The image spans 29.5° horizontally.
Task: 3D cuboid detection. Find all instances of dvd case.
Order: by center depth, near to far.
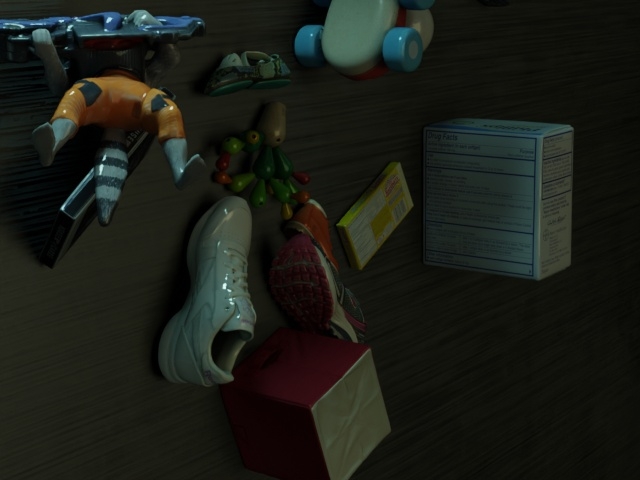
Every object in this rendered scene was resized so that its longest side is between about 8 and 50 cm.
[{"bbox_3d":[-0.290,-0.084,1.649,0.029,0.179,0.239,37,60,-4],"label":"dvd case"}]

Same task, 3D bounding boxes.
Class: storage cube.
[{"bbox_3d":[-0.023,0.282,2.037,0.183,0.193,0.215,-41,128,-41],"label":"storage cube"}]

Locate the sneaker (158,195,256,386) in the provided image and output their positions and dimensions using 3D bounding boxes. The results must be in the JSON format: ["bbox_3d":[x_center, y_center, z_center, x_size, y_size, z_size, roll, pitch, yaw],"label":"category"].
[{"bbox_3d":[-0.142,0.082,1.875,0.114,0.152,0.305,26,74,-50],"label":"sneaker"}]

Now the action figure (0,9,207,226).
[{"bbox_3d":[-0.309,-0.182,1.526,0.341,0.330,0.178,-1,127,-13],"label":"action figure"}]

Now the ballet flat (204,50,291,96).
[{"bbox_3d":[-0.123,-0.266,1.920,0.188,0.070,0.070,-15,109,-53],"label":"ballet flat"}]

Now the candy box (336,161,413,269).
[{"bbox_3d":[0.105,-0.048,2.281,0.206,0.027,0.105,-49,130,-37],"label":"candy box"}]

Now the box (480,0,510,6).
[{"bbox_3d":[0.339,-0.612,2.458,0.183,0.059,0.233,18,82,-54],"label":"box"}]

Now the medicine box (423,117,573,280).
[{"bbox_3d":[0.350,-0.087,2.402,0.149,0.263,0.289,-16,110,-51],"label":"medicine box"}]

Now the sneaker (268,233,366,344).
[{"bbox_3d":[0.000,0.097,2.104,0.112,0.121,0.299,-62,147,-37],"label":"sneaker"}]

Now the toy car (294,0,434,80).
[{"bbox_3d":[0.119,-0.354,2.083,0.238,0.219,0.210,21,80,-54],"label":"toy car"}]

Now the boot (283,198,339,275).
[{"bbox_3d":[0.000,0.000,2.129,0.158,0.059,0.085,59,47,-39],"label":"boot"}]

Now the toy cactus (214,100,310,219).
[{"bbox_3d":[-0.083,-0.141,1.967,0.219,0.112,0.180,28,64,-43],"label":"toy cactus"}]
